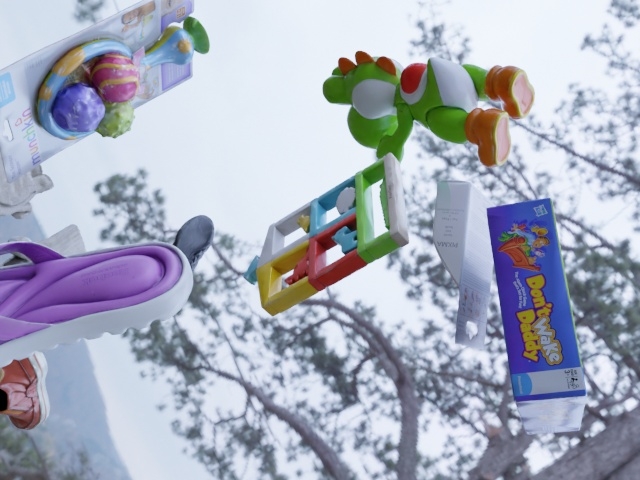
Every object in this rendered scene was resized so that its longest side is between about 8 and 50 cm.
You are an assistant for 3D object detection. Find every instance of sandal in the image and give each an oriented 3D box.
[{"bbox_3d":[-0.357,0.058,0.876,0.169,0.417,0.102,-124,-155,-47],"label":"sandal"}]

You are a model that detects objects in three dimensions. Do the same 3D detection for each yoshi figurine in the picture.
[{"bbox_3d":[0.176,-0.223,1.353,0.362,0.204,0.202,17,-71,33],"label":"yoshi figurine"}]

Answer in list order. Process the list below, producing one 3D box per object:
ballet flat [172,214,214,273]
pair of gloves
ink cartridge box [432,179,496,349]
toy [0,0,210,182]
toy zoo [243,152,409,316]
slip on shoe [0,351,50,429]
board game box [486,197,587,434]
[{"bbox_3d":[-0.218,0.023,1.235,0.057,0.173,0.049,32,-41,-11],"label":"ballet flat"},{"bbox_3d":[-0.442,-0.014,1.127,0.204,0.042,0.240,-62,140,-55],"label":"pair of gloves"},{"bbox_3d":[0.208,0.040,1.127,0.181,0.056,0.224,23,75,-63],"label":"ink cartridge box"},{"bbox_3d":[-0.197,-0.146,0.744,0.056,0.237,0.136,37,-33,16],"label":"toy"},{"bbox_3d":[0.000,0.000,1.184,0.030,0.293,0.192,44,28,-31],"label":"toy zoo"},{"bbox_3d":[-0.547,0.259,1.364,0.123,0.101,0.331,50,-32,13],"label":"slip on shoe"},{"bbox_3d":[0.287,0.118,1.021,0.347,0.078,0.233,49,35,-65],"label":"board game box"}]
